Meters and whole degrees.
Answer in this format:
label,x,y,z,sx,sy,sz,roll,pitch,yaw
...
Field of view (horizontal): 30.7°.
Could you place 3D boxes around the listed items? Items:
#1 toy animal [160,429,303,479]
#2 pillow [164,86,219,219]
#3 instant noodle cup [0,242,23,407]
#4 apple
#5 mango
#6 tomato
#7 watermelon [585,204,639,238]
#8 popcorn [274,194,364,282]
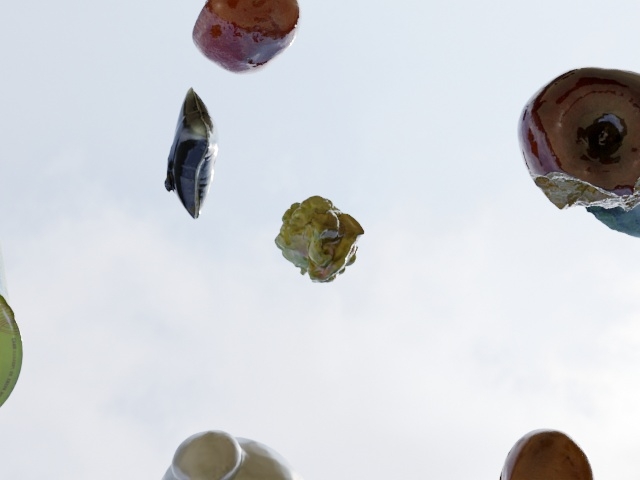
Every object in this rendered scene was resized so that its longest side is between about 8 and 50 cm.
label,x,y,z,sx,sy,sz,roll,pitch,yaw
toy animal,-0.093,0.373,1.202,0.196,0.241,0.367,-14,-141,5
pillow,-0.144,-0.097,1.324,0.055,0.135,0.091,16,-140,-2
instant noodle cup,-0.511,0.072,1.412,0.311,0.311,0.221,12,-150,-19
apple,0.281,-0.102,1.180,0.158,0.156,0.147,27,-140,-76
mango,0.236,0.281,1.255,0.105,0.084,0.159,26,-107,11
tomato,-0.095,-0.277,1.579,0.156,0.155,0.069,-3,-125,-33
watermelon,0.387,-0.078,1.377,0.187,0.071,0.139,22,-109,-16
popcorn,0.000,0.000,1.843,0.126,0.145,0.126,-39,-141,-27
